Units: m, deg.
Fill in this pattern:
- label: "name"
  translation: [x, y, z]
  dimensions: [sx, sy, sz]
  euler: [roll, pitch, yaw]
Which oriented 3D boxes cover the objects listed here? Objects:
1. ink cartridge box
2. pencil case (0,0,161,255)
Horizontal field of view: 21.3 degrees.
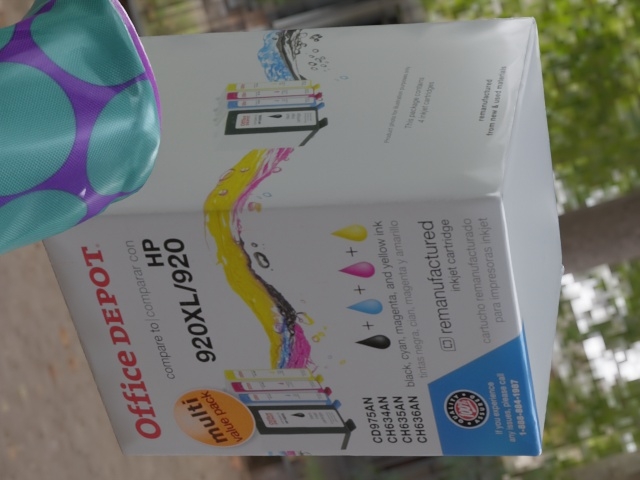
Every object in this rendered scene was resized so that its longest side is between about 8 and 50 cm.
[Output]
- label: "ink cartridge box"
  translation: [0.000, 0.000, 0.903]
  dimensions: [0.168, 0.233, 0.171]
  euler: [-73, 156, -50]
- label: "pencil case"
  translation: [-0.122, -0.020, 0.472]
  dimensions: [0.070, 0.152, 0.064]
  euler: [50, -28, 36]
